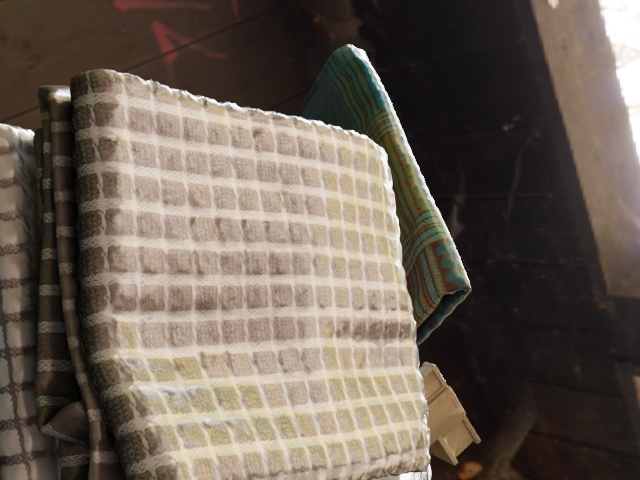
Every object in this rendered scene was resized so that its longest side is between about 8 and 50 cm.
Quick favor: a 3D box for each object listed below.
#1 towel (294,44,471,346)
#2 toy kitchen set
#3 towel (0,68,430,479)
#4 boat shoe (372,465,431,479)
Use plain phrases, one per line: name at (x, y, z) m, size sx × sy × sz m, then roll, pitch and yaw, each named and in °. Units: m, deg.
towel at (0.000, 0.000, 0.830) m, size 0.040 × 0.370 × 0.271 m, roll 21°, pitch -57°, yaw -29°
toy kitchen set at (0.076, 0.155, 0.734) m, size 0.068 × 0.075 × 0.083 m, roll -37°, pitch -74°, yaw -19°
towel at (-0.048, 0.040, 0.502) m, size 0.283 × 0.121 × 0.235 m, roll 7°, pitch -108°, yaw -51°
boat shoe at (0.073, 0.322, 0.911) m, size 0.158 × 0.127 × 0.340 m, roll 63°, pitch -158°, yaw -10°
